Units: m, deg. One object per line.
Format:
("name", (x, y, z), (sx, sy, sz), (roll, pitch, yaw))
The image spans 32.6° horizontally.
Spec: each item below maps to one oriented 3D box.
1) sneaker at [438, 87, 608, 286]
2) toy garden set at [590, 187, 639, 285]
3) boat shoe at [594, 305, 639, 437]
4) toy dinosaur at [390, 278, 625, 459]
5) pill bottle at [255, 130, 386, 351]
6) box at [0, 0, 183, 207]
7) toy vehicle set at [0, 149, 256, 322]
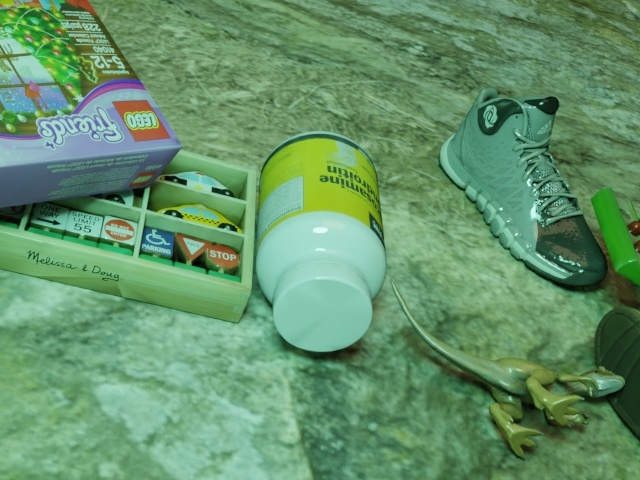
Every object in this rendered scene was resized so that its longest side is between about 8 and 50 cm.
("sneaker", (0.210, -0.068, 1.062), (0.086, 0.132, 0.229), (-10, 47, -39))
("toy garden set", (0.376, 0.060, 1.009), (0.244, 0.049, 0.204), (27, 34, -22))
("boat shoe", (0.291, 0.139, 0.906), (0.072, 0.068, 0.190), (16, 42, -34))
("toy dinosaur", (0.147, 0.112, 0.866), (0.211, 0.064, 0.112), (19, 21, -19))
("pill bottle", (0.000, 0.000, 0.876), (0.103, 0.103, 0.184), (14, 36, -13))
("box", (-0.261, -0.117, 0.777), (0.293, 0.057, 0.201), (-14, 65, -52))
("toy vehicle set", (-0.184, -0.030, 0.869), (0.266, 0.035, 0.166), (14, 36, -13))
